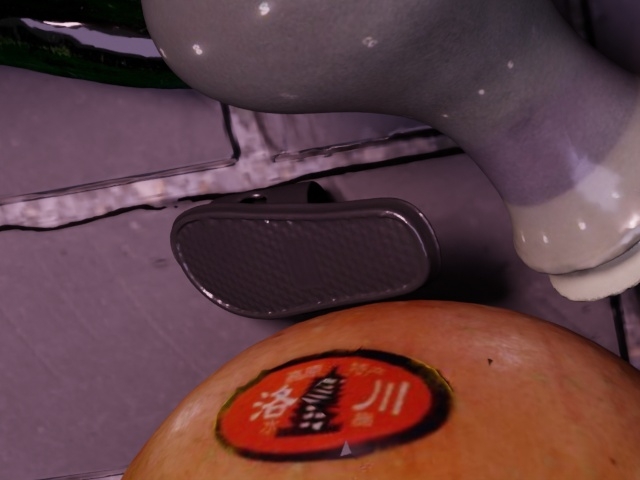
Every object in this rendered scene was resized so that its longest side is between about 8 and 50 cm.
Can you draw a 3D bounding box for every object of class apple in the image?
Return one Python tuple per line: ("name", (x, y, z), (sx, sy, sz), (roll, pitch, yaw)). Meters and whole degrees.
("apple", (0.042, 0.207, 0.718), (0.339, 0.305, 0.338), (3, 129, 4))

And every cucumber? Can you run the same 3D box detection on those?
("cucumber", (-0.156, -0.103, 0.761), (0.284, 0.056, 0.056), (5, 116, 2))

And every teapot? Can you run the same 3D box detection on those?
("teapot", (0.055, -0.087, 0.675), (0.183, 0.183, 0.251), (-39, 114, 23))

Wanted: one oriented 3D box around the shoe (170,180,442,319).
("shoe", (0.000, 0.000, 0.779), (0.159, 0.053, 0.062), (-4, 115, 42))
